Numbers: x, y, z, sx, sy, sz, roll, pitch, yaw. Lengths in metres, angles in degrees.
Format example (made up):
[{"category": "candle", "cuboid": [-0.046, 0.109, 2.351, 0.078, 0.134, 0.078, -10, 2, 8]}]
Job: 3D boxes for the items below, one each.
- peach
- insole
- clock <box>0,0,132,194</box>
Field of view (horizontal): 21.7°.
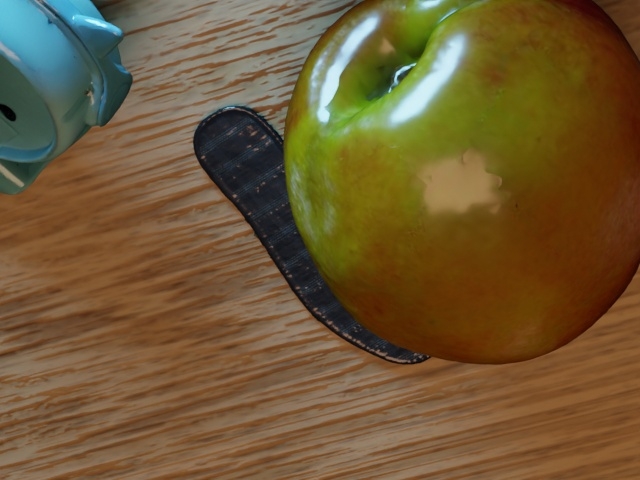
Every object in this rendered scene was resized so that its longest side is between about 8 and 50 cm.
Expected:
[{"category": "peach", "cuboid": [0.129, -0.052, 1.334, 0.308, 0.308, 0.332, -29, 126, 18]}, {"category": "insole", "cuboid": [0.000, 0.000, 1.516, 0.110, 0.012, 0.309, -32, 109, 20]}, {"category": "clock", "cuboid": [-0.270, -0.153, 1.347, 0.223, 0.094, 0.274, 40, 151, -18]}]
